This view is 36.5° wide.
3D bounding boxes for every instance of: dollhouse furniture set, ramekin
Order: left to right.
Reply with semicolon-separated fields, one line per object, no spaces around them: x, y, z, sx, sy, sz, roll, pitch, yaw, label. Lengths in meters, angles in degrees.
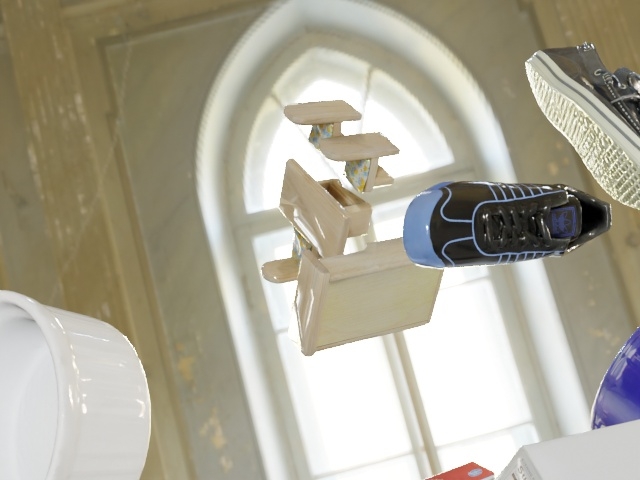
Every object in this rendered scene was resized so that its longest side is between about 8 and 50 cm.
-0.309;0.199;1.046;0.277;0.277;0.135;-23;-24;34;ramekin
0.000;0.000;1.734;0.256;0.394;0.362;-10;-52;-30;dollhouse furniture set

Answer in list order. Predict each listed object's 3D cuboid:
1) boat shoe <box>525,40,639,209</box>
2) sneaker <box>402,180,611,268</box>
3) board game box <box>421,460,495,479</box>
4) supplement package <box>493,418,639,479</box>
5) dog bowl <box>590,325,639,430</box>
0.527;-0.232;1.772;0.156;0.500;0.187;-21;-56;3;boat shoe
0.176;-0.019;0.889;0.232;0.082;0.090;-10;7;-44;sneaker
0.189;0.573;1.814;0.316;0.242;0.064;-9;18;-37;board game box
0.192;0.270;0.777;0.139;0.134;0.244;-5;-40;-28;supplement package
0.459;0.189;1.176;0.264;0.104;0.265;-18;-53;-26;dog bowl
